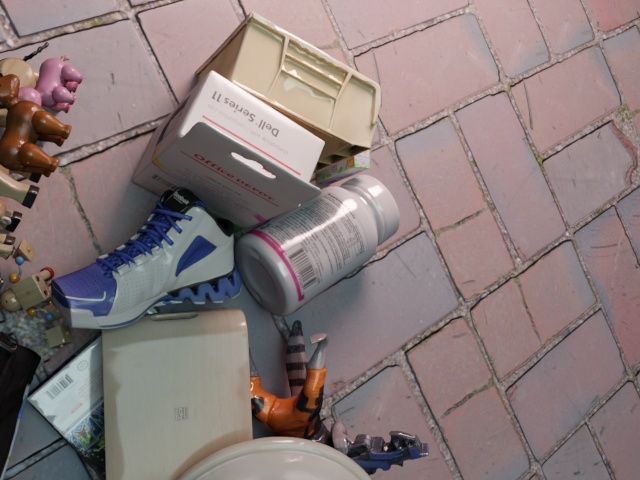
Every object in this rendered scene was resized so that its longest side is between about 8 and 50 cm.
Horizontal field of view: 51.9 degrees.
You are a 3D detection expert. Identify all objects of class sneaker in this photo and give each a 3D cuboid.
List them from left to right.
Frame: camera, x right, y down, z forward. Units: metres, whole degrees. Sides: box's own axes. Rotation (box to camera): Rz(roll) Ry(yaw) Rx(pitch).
[{"bbox_3d":[-0.257,0.013,1.020,0.316,0.127,0.182,-11,116,-41],"label":"sneaker"}]

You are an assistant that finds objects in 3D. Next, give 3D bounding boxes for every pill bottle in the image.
[{"bbox_3d":[0.000,0.000,1.188,0.283,0.160,0.160,-32,98,-29],"label":"pill bottle"}]

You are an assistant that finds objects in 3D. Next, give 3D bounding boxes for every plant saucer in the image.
[{"bbox_3d":[-0.072,0.496,0.976,0.401,0.100,0.400,-2,100,-12],"label":"plant saucer"}]

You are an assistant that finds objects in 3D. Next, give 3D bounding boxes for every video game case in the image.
[{"bbox_3d":[-0.304,0.243,1.048,0.232,0.042,0.210,-45,105,-27],"label":"video game case"}]

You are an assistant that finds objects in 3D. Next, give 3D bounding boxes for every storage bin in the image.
[{"bbox_3d":[-0.071,-0.225,1.124,0.260,0.262,0.123,23,73,-25],"label":"storage bin"}]

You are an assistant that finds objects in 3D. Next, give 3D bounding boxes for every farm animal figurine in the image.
[{"bbox_3d":[-0.473,-0.128,0.917,0.172,0.330,0.326,23,100,-27],"label":"farm animal figurine"}]

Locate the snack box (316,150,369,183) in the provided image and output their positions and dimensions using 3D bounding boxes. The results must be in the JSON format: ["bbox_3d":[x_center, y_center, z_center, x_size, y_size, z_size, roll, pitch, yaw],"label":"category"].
[{"bbox_3d":[0.039,-0.169,1.246,0.037,0.141,0.100,2,81,-30],"label":"snack box"}]

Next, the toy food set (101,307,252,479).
[{"bbox_3d":[-0.225,0.264,1.028,0.220,0.092,0.306,-2,85,-20],"label":"toy food set"}]

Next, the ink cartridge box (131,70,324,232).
[{"bbox_3d":[-0.139,-0.129,1.018,0.207,0.353,0.119,29,69,-23],"label":"ink cartridge box"}]

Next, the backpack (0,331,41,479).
[{"bbox_3d":[-0.522,0.285,0.781,0.290,0.273,0.355,40,30,-52],"label":"backpack"}]

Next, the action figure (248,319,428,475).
[{"bbox_3d":[0.011,0.310,1.119,0.178,0.341,0.330,-42,118,-72],"label":"action figure"}]

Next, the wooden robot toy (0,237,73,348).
[{"bbox_3d":[-0.442,0.089,0.997,0.079,0.076,0.173,-24,96,6],"label":"wooden robot toy"}]
